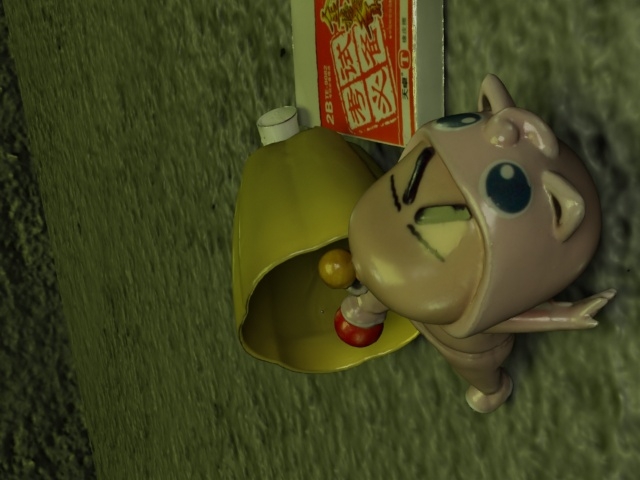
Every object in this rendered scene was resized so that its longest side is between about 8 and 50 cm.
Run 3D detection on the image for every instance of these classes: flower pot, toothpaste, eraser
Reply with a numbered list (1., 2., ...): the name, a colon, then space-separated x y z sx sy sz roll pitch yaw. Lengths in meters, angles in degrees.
1. flower pot: 0.000 0.000 0.927 0.195 0.195 0.179 108 154 -42
2. toothpaste: -0.020 -0.049 1.062 0.071 0.045 0.194 33 148 56
3. eraser: 0.039 -0.176 0.934 0.230 0.038 0.157 22 119 59

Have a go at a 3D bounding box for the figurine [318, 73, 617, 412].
1. figurine: 0.098 0.029 0.739 0.176 0.186 0.287 62 155 28
